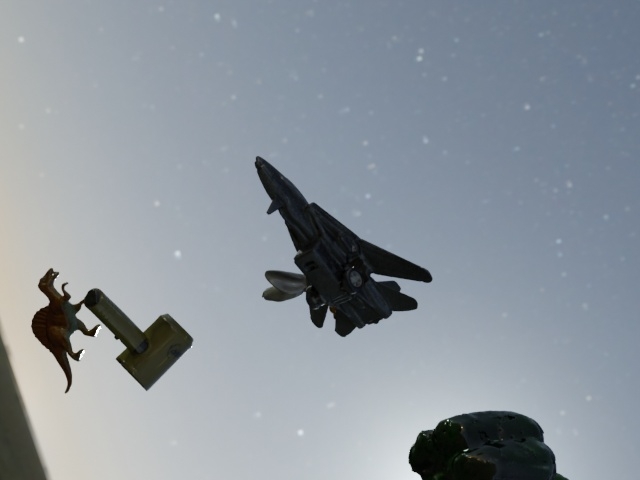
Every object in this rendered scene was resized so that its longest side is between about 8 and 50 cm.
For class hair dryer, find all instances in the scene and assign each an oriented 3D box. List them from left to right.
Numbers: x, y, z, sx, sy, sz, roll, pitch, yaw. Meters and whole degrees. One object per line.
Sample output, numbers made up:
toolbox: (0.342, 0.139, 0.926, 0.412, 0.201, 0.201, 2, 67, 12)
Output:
hair dryer: (-0.347, 0.163, 2.176, 0.090, 0.135, 0.279, 39, -11, 37)

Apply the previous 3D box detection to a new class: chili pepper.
chili pepper: (0.258, 0.331, 1.669, 0.174, 0.261, 0.165, -59, -143, 31)

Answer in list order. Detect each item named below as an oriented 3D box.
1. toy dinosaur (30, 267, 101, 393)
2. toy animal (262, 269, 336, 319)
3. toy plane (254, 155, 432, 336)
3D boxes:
toy dinosaur: (-0.507, 0.175, 2.251, 0.057, 0.142, 0.212, 23, 92, -85)
toy animal: (-0.004, 0.070, 2.126, 0.127, 0.182, 0.131, 34, -25, 24)
toy plane: (-0.004, 0.007, 1.483, 0.212, 0.088, 0.267, -25, -65, 40)
